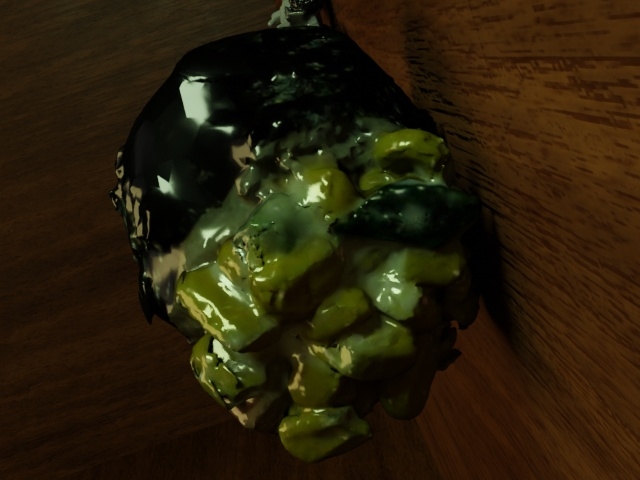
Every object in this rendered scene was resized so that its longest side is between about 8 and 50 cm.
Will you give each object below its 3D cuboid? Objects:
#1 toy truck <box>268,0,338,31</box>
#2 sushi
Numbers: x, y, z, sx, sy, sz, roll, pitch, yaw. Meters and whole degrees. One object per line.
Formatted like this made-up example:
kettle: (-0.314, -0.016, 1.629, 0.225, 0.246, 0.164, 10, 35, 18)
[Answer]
toy truck: (-0.023, -0.325, 1.165, 0.136, 0.111, 0.285, 69, -176, -58)
sushi: (0.000, 0.000, 0.660, 0.285, 0.328, 0.328, -130, 30, -47)
